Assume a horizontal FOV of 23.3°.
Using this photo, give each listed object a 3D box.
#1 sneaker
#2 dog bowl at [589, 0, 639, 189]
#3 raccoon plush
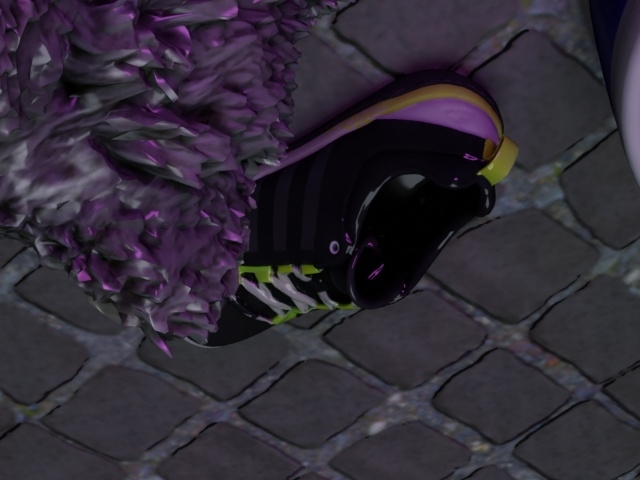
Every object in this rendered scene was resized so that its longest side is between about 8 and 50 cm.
[{"bbox_3d":[0.000,0.000,0.803,0.084,0.097,0.235,34,123,-31],"label":"sneaker"},{"bbox_3d":[0.261,-0.105,0.718,0.265,0.104,0.265,-2,133,-2],"label":"dog bowl"},{"bbox_3d":[0.007,-0.178,0.494,0.216,0.299,0.446,31,124,-29],"label":"raccoon plush"}]
